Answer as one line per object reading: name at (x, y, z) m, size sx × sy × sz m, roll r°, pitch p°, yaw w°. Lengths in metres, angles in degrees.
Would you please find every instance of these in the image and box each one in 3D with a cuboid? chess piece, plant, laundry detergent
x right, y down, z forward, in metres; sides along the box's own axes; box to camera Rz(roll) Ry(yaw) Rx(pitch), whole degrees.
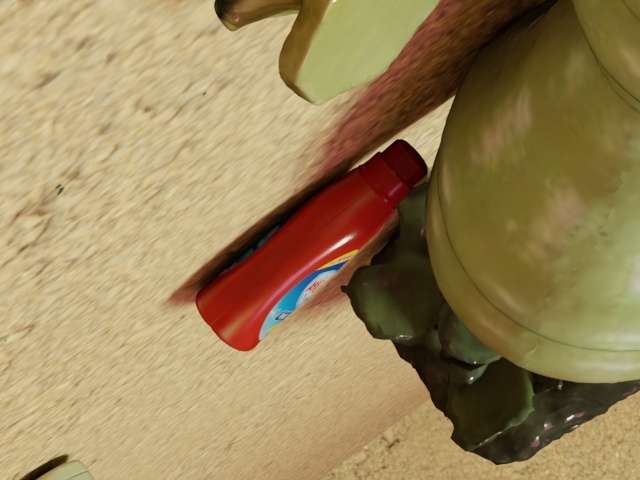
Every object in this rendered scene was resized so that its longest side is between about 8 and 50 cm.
chess piece at (0.188, -0.097, 0.911) m, size 0.234 × 0.234 × 0.442 m, roll -35°, pitch 164°, yaw -16°
plant at (0.153, 0.047, 1.372) m, size 0.213 × 0.215 × 0.312 m, roll -37°, pitch 167°, yaw 12°
laundry detergent at (0.000, 0.000, 1.109) m, size 0.165 × 0.049 × 0.097 m, roll -41°, pitch 176°, yaw 9°

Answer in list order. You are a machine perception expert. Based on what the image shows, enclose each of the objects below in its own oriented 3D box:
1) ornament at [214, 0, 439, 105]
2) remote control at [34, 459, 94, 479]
ornament at (0.058, -0.147, 0.651) m, size 0.180 × 0.059 × 0.201 m, roll -32°, pitch 167°, yaw -42°
remote control at (-0.246, 0.237, 1.331) m, size 0.221 × 0.042 × 0.078 m, roll -43°, pitch 169°, yaw 26°
